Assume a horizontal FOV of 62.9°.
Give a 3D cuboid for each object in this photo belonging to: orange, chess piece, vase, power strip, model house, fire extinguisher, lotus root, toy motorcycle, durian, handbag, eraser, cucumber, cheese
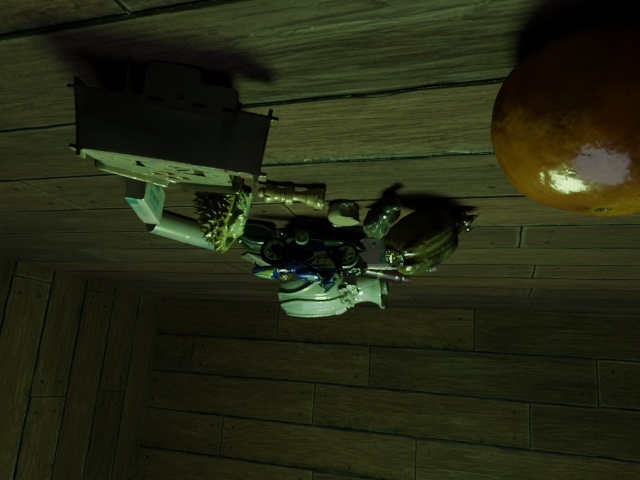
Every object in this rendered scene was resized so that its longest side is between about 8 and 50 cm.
[{"bbox_3d":[0.374,-0.150,0.696,0.283,0.226,0.284,9,171,1],"label":"orange"},{"bbox_3d":[-0.073,-0.115,1.321,0.171,0.060,0.060,7,166,1],"label":"chess piece"},{"bbox_3d":[0.062,0.197,2.192,0.444,0.250,0.250,-5,164,16],"label":"vase"},{"bbox_3d":[0.256,0.042,1.725,0.278,0.109,0.037,1,164,12],"label":"power strip"},{"bbox_3d":[-0.243,-0.180,0.923,0.325,0.169,0.244,8,173,-6],"label":"model house"},{"bbox_3d":[0.157,0.078,1.923,0.340,0.105,0.141,12,-164,-4],"label":"fire extinguisher"},{"bbox_3d":[0.289,-0.013,1.385,0.278,0.154,0.154,-29,174,-15],"label":"lotus root"},{"bbox_3d":[-0.045,0.072,1.570,0.315,0.169,0.113,4,152,8],"label":"toy motorcycle"},{"bbox_3d":[-0.245,-0.071,1.369,0.166,0.172,0.306,-18,161,-12],"label":"durian"},{"bbox_3d":[0.000,0.002,1.713,0.259,0.079,0.247,11,163,-17],"label":"handbag"},{"bbox_3d":[-0.445,-0.115,1.338,0.052,0.096,0.225,6,166,-5],"label":"eraser"},{"bbox_3d":[0.001,0.076,1.697,0.303,0.072,0.081,-1,163,27],"label":"cucumber"},{"bbox_3d":[0.069,-0.066,1.478,0.092,0.048,0.171,5,166,10],"label":"cheese"}]

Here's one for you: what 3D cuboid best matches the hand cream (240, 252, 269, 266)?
[{"bbox_3d":[-0.237,0.089,2.203,0.186,0.054,0.087,19,158,-25],"label":"hand cream"}]

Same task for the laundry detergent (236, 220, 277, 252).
[{"bbox_3d":[-0.222,-0.006,1.759,0.144,0.078,0.221,10,168,-9],"label":"laundry detergent"}]

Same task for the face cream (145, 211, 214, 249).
[{"bbox_3d":[-0.440,-0.032,1.708,0.077,0.077,0.250,-8,160,41],"label":"face cream"}]

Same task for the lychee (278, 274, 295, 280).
[{"bbox_3d":[-0.142,0.108,2.114,0.114,0.114,0.146,8,-172,-15],"label":"lychee"}]

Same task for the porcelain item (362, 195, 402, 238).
[{"bbox_3d":[0.170,-0.073,1.356,0.069,0.081,0.216,23,163,-2],"label":"porcelain item"}]
